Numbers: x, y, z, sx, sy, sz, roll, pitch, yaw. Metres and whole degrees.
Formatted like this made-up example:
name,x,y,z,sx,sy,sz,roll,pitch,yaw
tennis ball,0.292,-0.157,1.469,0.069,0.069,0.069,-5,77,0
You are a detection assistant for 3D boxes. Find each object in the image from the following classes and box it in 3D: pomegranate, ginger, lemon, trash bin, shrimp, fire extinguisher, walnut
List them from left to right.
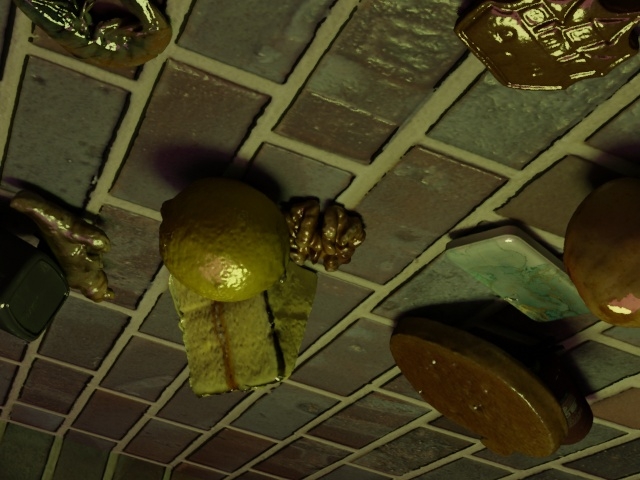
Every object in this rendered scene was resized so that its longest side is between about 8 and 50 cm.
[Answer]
name,x,y,z,sx,sy,sz,roll,pitch,yaw
trash bin,-0.622,0.050,2.041,0.290,0.182,0.209,24,157,21
ginger,-0.456,0.014,2.061,0.166,0.080,0.333,11,147,6
shrimp,-0.306,-0.305,1.392,0.169,0.058,0.296,-13,148,30
lemon,-0.151,0.000,1.761,0.231,0.192,0.192,31,153,0
walnut,0.000,0.000,1.837,0.143,0.069,0.170,12,151,4
fire extinguisher,0.442,0.284,2.159,0.135,0.114,0.337,-30,141,10
pomegranate,0.431,0.017,1.520,0.207,0.207,0.207,10,154,5

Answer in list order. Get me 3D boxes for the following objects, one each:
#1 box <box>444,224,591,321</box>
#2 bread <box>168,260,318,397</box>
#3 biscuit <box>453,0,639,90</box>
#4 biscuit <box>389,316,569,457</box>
name,x,y,z,sx,sy,sz,roll,pitch,yaw
box,0.338,0.058,1.832,0.142,0.044,0.285,-18,141,40
bread,-0.160,0.151,2.006,0.198,0.236,0.263,28,149,-34
biscuit,0.273,-0.236,1.280,0.215,0.034,0.182,-11,146,39
biscuit,0.300,0.278,2.091,0.394,0.070,0.350,22,150,44
